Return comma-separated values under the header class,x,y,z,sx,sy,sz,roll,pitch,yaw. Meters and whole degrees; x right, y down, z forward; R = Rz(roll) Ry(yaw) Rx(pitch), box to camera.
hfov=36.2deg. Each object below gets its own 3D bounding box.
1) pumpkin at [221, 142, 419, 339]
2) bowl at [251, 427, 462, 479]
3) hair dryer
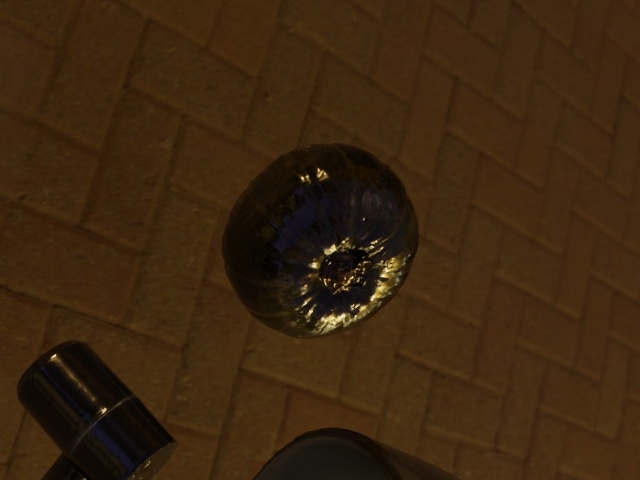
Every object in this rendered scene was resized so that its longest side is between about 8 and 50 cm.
class,x,y,z,sx,sy,sz,roll,pitch,yaw
pumpkin,0.000,0.000,1.065,0.223,0.157,0.224,-12,121,-20
bowl,0.055,0.312,0.633,0.185,0.354,0.354,17,77,-23
hair dryer,-0.223,0.198,0.799,0.219,0.124,0.071,-53,163,15
